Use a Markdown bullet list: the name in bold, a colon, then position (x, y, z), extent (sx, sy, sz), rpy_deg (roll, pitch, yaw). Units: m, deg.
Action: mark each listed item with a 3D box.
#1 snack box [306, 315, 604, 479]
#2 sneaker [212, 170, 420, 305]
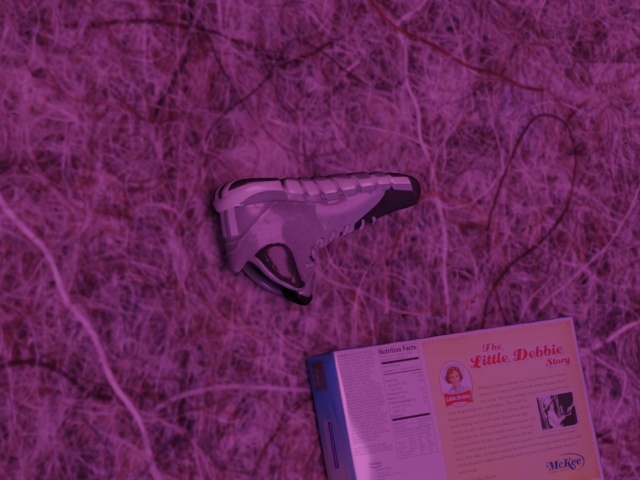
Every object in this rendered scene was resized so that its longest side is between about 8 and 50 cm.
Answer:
- **snack box**: position (0.148, 0.191, 2.040), extent (0.322, 0.060, 0.187), rpy_deg (-6, 82, -33)
- **sneaker**: position (0.000, 0.000, 1.989), extent (0.229, 0.086, 0.132), rpy_deg (-4, 86, -22)
